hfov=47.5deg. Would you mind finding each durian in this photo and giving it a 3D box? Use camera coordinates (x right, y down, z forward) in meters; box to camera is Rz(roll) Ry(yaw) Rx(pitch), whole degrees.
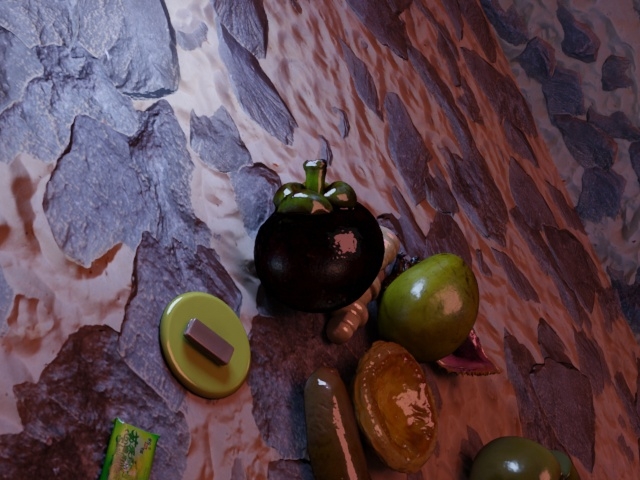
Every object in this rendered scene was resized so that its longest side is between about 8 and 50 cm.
[{"bbox_3d":[0.363,0.282,2.080,0.186,0.154,0.261,-5,71,-27],"label":"durian"}]

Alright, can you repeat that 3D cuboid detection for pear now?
[{"bbox_3d":[0.289,0.181,1.926,0.307,0.253,0.253,-42,101,-21],"label":"pear"}]

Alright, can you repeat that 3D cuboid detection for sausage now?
[{"bbox_3d":[0.057,0.519,1.560,0.136,0.123,0.501,-13,73,-21],"label":"sausage"}]

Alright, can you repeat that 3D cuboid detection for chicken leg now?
[{"bbox_3d":[0.232,0.108,2.095,0.105,0.063,0.234,46,39,-9],"label":"chicken leg"}]

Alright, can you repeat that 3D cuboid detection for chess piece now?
[{"bbox_3d":[0.107,0.122,1.908,0.117,0.117,0.397,46,41,-17],"label":"chess piece"}]

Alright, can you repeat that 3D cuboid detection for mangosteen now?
[{"bbox_3d":[-0.001,0.011,1.687,0.330,0.330,0.330,28,47,-35],"label":"mangosteen"}]

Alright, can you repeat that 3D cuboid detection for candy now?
[{"bbox_3d":[-0.336,0.404,1.265,0.102,0.032,0.178,33,44,-31],"label":"candy"}]

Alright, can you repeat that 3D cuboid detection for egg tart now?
[{"bbox_3d":[0.159,0.403,1.754,0.318,0.128,0.319,25,53,-38],"label":"egg tart"}]

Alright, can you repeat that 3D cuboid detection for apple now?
[{"bbox_3d":[0.541,0.658,1.921,0.291,0.254,0.292,23,55,-36],"label":"apple"}]

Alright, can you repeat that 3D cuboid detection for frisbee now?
[{"bbox_3d":[-0.235,0.215,1.523,0.235,0.017,0.236,29,46,-34],"label":"frisbee"}]

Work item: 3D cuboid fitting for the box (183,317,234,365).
[{"bbox_3d":[-0.230,0.210,1.496,0.115,0.025,0.048,41,45,-23],"label":"box"}]
